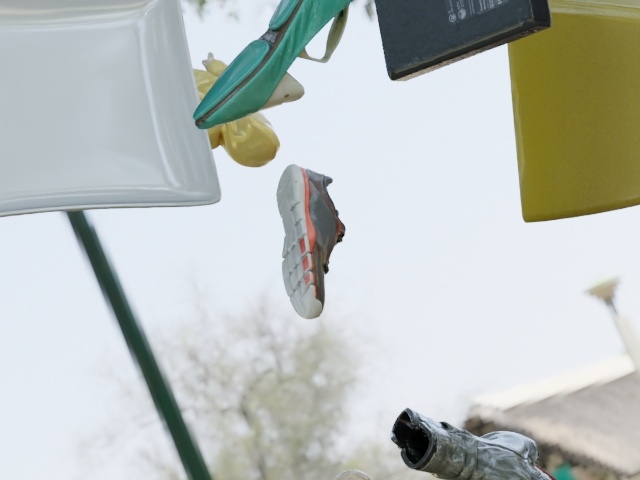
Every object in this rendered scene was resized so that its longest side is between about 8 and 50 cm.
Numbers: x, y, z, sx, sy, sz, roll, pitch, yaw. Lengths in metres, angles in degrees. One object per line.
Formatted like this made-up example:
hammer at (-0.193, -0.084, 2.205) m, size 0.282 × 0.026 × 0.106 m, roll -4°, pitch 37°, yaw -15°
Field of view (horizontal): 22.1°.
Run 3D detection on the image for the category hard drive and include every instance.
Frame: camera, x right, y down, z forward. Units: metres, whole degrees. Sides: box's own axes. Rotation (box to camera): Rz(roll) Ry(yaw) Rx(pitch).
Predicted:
hard drive at (0.091, -0.171, 1.112) m, size 0.022 × 0.094 × 0.135 m, roll -3°, pitch -9°, yaw -45°

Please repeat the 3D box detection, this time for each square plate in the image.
square plate at (-0.311, -0.161, 1.890) m, size 0.344 × 0.347 × 0.049 m, roll -4°, pitch -33°, yaw -16°

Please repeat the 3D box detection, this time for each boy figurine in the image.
boy figurine at (-0.181, -0.199, 2.404) m, size 0.092 × 0.285 × 0.177 m, roll 101°, pitch -165°, yaw -61°

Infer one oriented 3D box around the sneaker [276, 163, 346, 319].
sneaker at (0.000, 0.000, 1.594) m, size 0.064 × 0.158 × 0.061 m, roll 4°, pitch -19°, yaw -27°

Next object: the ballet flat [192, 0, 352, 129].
ballet flat at (-0.036, -0.203, 1.789) m, size 0.247 × 0.087 × 0.083 m, roll -53°, pitch 21°, yaw 1°

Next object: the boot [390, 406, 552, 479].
boot at (0.146, 0.216, 1.711) m, size 0.083 × 0.161 × 0.246 m, roll -59°, pitch 7°, yaw 2°

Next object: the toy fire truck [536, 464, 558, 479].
toy fire truck at (0.200, 0.345, 1.824) m, size 0.217 × 0.158 × 0.246 m, roll -50°, pitch -23°, yaw -9°

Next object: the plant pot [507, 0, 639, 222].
plant pot at (0.297, -0.145, 1.518) m, size 0.187 × 0.212 × 0.212 m, roll 2°, pitch 22°, yaw 25°

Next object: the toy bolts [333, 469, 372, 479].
toy bolts at (0.017, 0.402, 2.092) m, size 0.228 × 0.158 × 0.218 m, roll -44°, pitch -20°, yaw -1°
